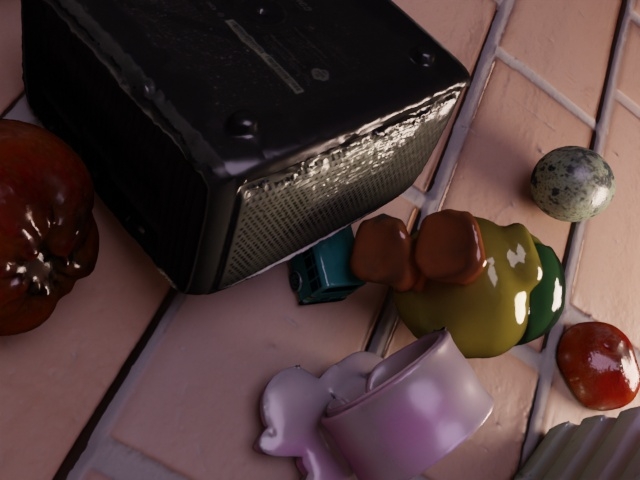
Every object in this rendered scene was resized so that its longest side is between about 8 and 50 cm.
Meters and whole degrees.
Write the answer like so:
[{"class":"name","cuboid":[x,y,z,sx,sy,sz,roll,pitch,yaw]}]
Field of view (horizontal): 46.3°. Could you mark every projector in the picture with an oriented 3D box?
[{"class":"projector","cuboid":[-0.095,-0.191,0.916,0.405,0.242,0.395,-27,66,-34]}]

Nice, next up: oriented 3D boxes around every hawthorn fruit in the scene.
[{"class":"hawthorn fruit","cuboid":[-0.362,-0.034,0.780,0.261,0.224,0.224,34,52,17]}]

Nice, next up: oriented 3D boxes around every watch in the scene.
[{"class":"watch","cuboid":[0.071,0.207,0.898,0.248,0.217,0.210,-30,84,-37]}]

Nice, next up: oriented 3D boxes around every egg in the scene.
[{"class":"egg","cuboid":[0.444,-0.097,1.307,0.172,0.132,0.132,6,65,-41]}]

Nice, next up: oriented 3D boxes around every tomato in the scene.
[{"class":"tomato","cuboid":[0.465,0.199,1.220,0.156,0.069,0.155,12,62,-24]}]

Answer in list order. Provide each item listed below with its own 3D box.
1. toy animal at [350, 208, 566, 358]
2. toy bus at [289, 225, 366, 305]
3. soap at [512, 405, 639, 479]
[{"class":"toy animal","cuboid":[0.211,0.068,1.033,0.338,0.216,0.191,16,71,-50]},{"class":"toy bus","cuboid":[0.000,0.000,1.031,0.079,0.092,0.160,-3,70,-32]},{"class":"soap","cuboid":[0.314,0.397,0.922,0.446,0.261,0.156,-34,90,-37]}]
